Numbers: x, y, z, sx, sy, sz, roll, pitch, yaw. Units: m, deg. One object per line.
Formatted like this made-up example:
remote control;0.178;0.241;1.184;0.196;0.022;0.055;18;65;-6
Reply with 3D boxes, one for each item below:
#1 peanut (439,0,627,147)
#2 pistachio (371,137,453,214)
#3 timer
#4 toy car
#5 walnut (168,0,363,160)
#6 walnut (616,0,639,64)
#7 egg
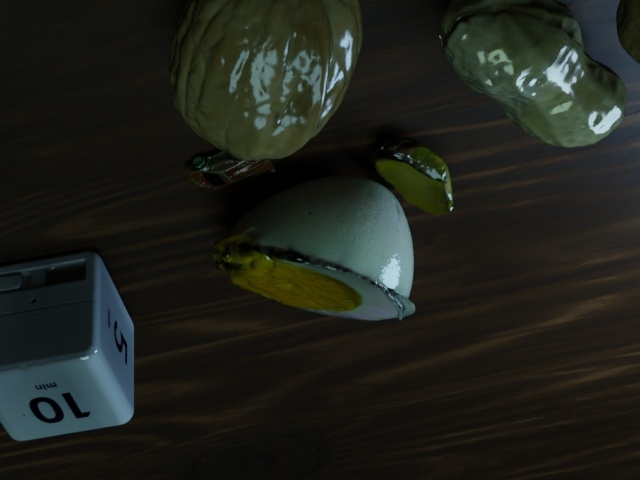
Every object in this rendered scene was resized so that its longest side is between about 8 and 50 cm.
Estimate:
peanut;0.268;-0.209;1.615;0.149;0.149;0.313;-29;137;25
pistachio;0.138;-0.096;1.802;0.089;0.049;0.173;-4;150;35
timer;-0.389;0.156;1.922;0.192;0.194;0.195;-10;140;4
toy car;-0.124;-0.098;1.771;0.122;0.035;0.059;-21;143;15
walnut;-0.061;-0.215;1.497;0.225;0.225;0.261;6;135;-16
walnut;0.427;-0.279;1.543;0.155;0.155;0.184;3;136;-12
egg;0.004;0.002;1.822;0.286;0.174;0.264;-3;154;41
